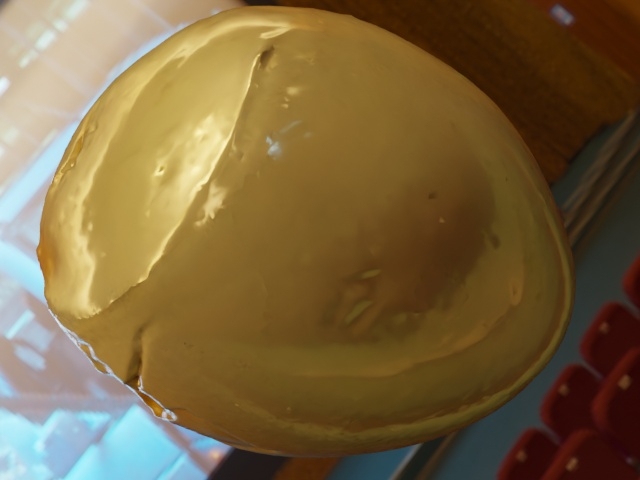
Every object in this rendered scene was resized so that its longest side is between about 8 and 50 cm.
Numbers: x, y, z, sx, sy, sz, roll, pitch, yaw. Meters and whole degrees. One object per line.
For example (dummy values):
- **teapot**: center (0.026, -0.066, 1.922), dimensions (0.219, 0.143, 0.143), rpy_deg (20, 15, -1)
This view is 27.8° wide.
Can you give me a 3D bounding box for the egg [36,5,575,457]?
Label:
- **egg**: center (0.000, 0.000, 0.837), dimensions (0.283, 0.345, 0.283), rpy_deg (-54, 25, 41)
